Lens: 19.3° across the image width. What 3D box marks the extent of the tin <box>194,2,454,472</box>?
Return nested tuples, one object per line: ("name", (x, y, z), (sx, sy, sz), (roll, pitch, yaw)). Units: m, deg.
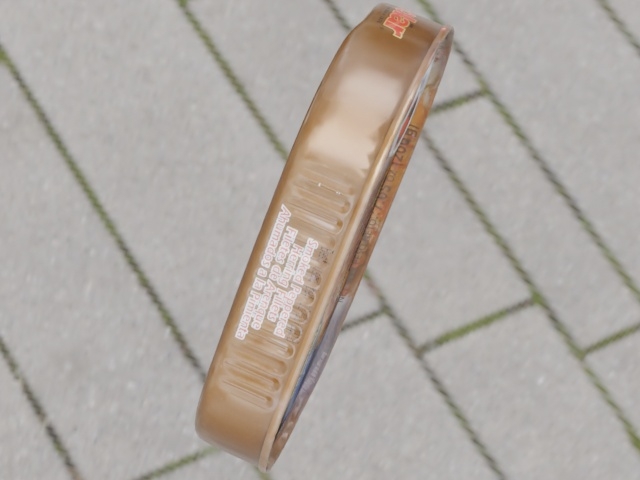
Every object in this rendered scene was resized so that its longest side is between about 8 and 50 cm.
("tin", (0.000, 0.000, 0.709), (0.040, 0.189, 0.106), (22, 23, 2))
